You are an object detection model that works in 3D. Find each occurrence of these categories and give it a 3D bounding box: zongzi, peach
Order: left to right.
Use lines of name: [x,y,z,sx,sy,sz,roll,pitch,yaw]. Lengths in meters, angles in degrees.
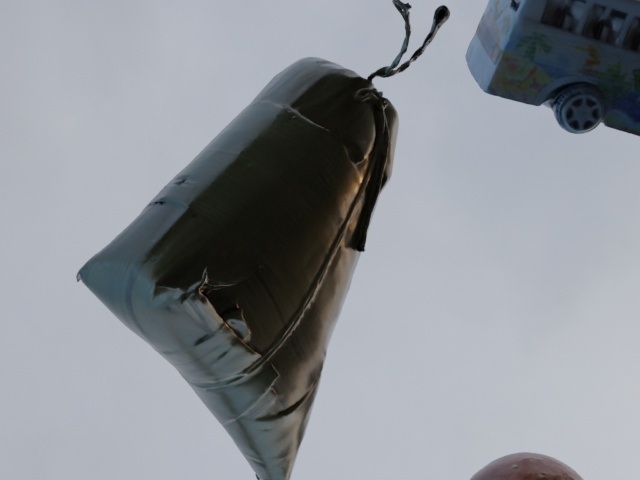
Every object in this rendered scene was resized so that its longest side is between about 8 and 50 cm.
zongzi: [0.000,0.000,1.407,0.447,0.181,0.418,-48,-44,-22]
peach: [0.293,0.398,1.803,0.232,0.232,0.232,3,-96,-34]

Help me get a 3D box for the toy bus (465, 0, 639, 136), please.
toy bus: [0.307,-0.156,1.243,0.329,0.109,0.136,14,-65,-14]
